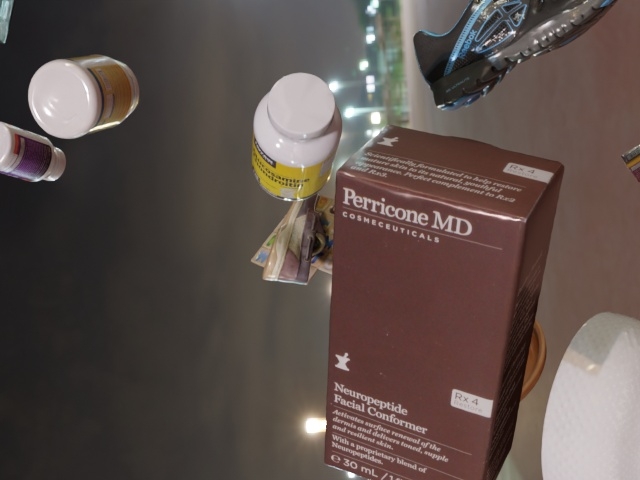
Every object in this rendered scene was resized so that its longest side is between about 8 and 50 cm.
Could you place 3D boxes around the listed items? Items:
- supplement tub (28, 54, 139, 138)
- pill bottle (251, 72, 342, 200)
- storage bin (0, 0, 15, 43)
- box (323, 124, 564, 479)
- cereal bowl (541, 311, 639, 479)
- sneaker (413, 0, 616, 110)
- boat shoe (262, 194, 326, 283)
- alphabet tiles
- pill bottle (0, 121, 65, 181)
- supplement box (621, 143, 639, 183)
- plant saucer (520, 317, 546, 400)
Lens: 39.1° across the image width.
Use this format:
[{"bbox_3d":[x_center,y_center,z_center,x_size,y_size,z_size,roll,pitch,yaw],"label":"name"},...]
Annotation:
[{"bbox_3d":[-0.444,-0.277,1.715,0.199,0.144,0.144,-44,-49,-69],"label":"supplement tub"},{"bbox_3d":[-0.029,-0.122,1.065,0.184,0.103,0.103,106,163,-72],"label":"pill bottle"},{"bbox_3d":[-0.622,-0.438,1.670,0.180,0.084,0.122,-144,67,-75],"label":"storage bin"},{"bbox_3d":[0.119,0.090,0.946,0.143,0.191,0.382,-43,-38,-51],"label":"box"},{"bbox_3d":[0.487,0.290,1.422,0.339,0.141,0.339,-14,-71,-49],"label":"cereal bowl"},{"bbox_3d":[0.297,-0.336,1.368,0.140,0.340,0.125,63,-161,6],"label":"sneaker"},{"bbox_3d":[-0.036,-0.004,1.716,0.285,0.092,0.103,-69,4,-59],"label":"boat shoe"},{"bbox_3d":[0.000,0.000,1.788,0.198,0.237,0.009,-53,-42,-20],"label":"alphabet tiles"},{"bbox_3d":[-0.665,-0.192,2.018,0.193,0.108,0.108,19,-114,-63],"label":"pill bottle"},{"bbox_3d":[0.520,-0.110,1.414,0.083,0.055,0.043,50,-161,-15],"label":"supplement box"},{"bbox_3d":[0.196,0.160,1.164,0.200,0.199,0.037,-87,-27,-50],"label":"plant saucer"}]
